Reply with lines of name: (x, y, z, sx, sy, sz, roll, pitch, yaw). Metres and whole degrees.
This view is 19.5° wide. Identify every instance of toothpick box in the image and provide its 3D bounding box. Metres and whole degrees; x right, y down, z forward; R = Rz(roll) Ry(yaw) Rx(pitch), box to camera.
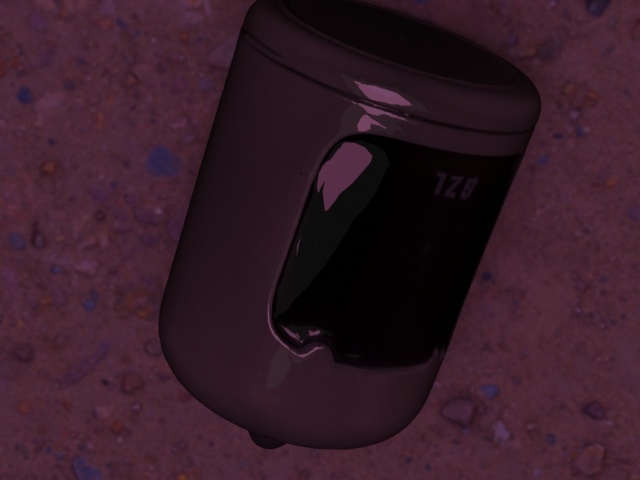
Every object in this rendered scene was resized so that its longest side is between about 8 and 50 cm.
toothpick box: (0.000, 0.000, 1.301, 0.229, 0.229, 0.316, 19, 109, 0)
